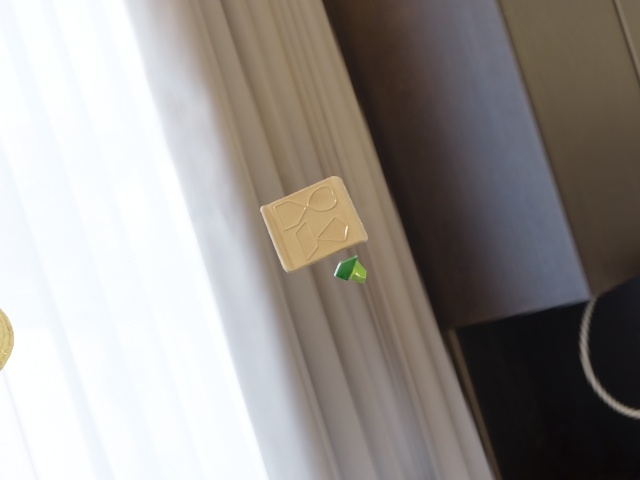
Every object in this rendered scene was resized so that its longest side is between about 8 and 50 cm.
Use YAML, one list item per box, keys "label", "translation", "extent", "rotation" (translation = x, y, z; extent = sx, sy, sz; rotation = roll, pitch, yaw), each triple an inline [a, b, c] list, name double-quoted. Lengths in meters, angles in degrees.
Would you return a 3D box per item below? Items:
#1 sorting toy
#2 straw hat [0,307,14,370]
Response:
- label: "sorting toy"
  translation: [0.000, 0.000, 0.682]
  extent: [0.062, 0.083, 0.012]
  rotation: [-22, -28, -3]
- label: "straw hat"
  translation: [-0.297, 0.054, 0.726]
  extent: [0.144, 0.061, 0.144]
  rotation: [8, 35, -6]
